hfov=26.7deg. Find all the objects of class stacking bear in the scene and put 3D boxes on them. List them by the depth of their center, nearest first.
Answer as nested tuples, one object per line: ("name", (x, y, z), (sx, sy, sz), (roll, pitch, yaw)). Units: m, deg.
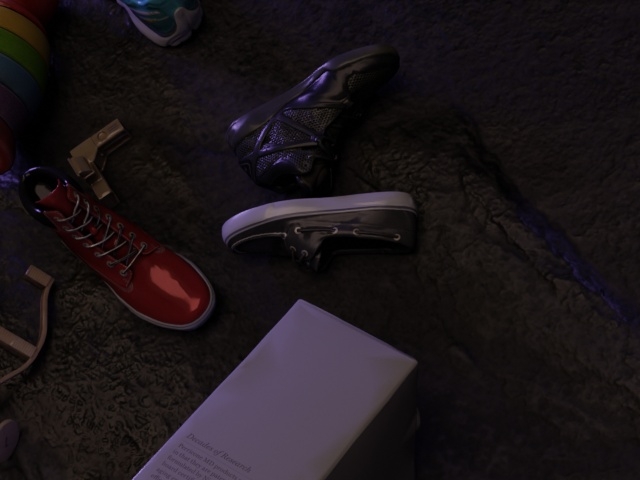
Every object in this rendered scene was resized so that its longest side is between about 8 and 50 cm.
("stacking bear", (-0.417, -0.241, 1.702), (0.164, 0.175, 0.289), (26, 61, -20))

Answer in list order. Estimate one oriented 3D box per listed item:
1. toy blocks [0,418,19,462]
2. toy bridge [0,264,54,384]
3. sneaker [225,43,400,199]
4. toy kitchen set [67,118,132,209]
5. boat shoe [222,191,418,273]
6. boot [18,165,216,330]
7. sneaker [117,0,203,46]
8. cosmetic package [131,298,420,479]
("toy blocks", (-0.441, 0.246, 1.574), (0.148, 0.054, 0.123), (15, 74, 21))
("toy bridge", (-0.365, 0.122, 1.596), (0.063, 0.026, 0.188), (32, 63, -12))
("sneaker", (0.011, -0.130, 1.571), (0.227, 0.087, 0.130), (-32, 66, 6))
("toy kitchen set", (-0.261, -0.100, 1.646), (0.075, 0.068, 0.083), (-35, 64, 1))
("boat shoe", (0.000, 0.000, 1.531), (0.228, 0.080, 0.076), (-6, 66, 6))
("boot", (-0.237, 0.008, 1.539), (0.244, 0.176, 0.088), (33, 80, 23))
("sneaker", (-0.254, -0.362, 1.723), (0.275, 0.110, 0.107), (40, 85, 26))
("cosmetic package", (-0.065, 0.269, 1.292), (0.156, 0.217, 0.385), (25, 51, 24))
